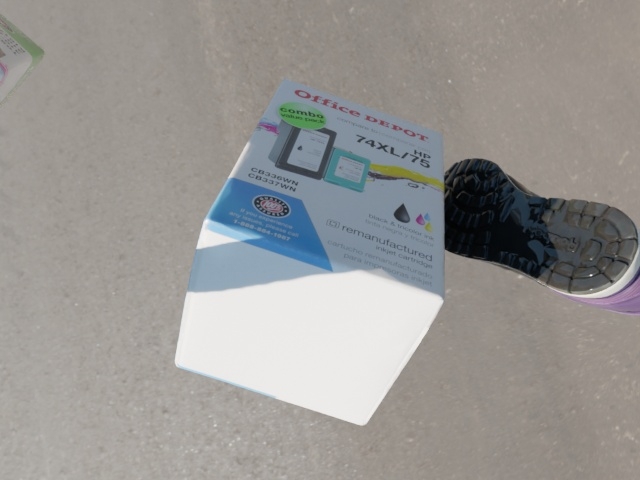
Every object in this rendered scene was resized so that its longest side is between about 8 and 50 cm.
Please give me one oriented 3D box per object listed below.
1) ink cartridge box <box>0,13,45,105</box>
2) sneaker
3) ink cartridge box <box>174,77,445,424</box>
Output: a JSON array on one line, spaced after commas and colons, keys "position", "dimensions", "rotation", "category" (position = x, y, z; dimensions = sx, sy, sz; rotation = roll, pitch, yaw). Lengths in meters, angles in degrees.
[{"position": [-0.331, -0.149, 0.380], "dimensions": [0.117, 0.201, 0.278], "rotation": [-45, 27, 5], "category": "ink cartridge box"}, {"position": [0.222, 0.004, 0.585], "dimensions": [0.107, 0.124, 0.283], "rotation": [-58, 31, 7], "category": "sneaker"}, {"position": [0.000, 0.000, 0.580], "dimensions": [0.198, 0.270, 0.197], "rotation": [18, 130, -3], "category": "ink cartridge box"}]
